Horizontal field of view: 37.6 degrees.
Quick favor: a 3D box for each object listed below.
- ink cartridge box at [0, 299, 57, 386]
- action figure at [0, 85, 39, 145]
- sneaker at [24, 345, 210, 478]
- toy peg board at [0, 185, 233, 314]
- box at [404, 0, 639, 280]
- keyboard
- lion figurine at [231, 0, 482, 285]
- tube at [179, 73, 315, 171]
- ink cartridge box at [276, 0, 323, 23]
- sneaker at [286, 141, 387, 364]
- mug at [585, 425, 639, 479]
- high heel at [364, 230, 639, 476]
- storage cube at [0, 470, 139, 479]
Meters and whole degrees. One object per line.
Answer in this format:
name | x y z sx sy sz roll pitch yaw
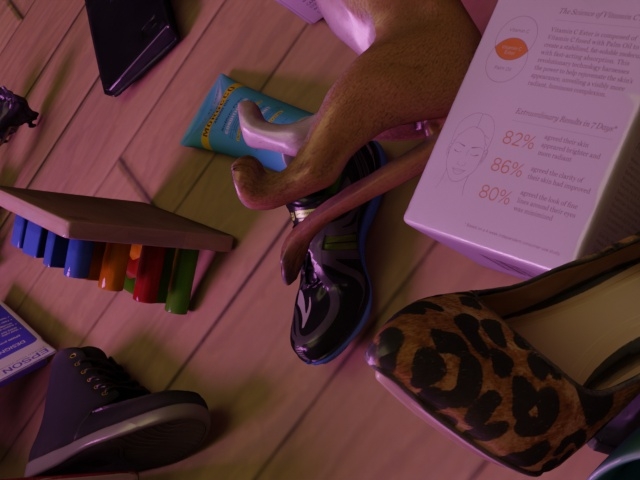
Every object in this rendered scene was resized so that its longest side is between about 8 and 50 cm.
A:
ink cartridge box | -0.390 0.139 0.947 0.206 0.045 0.208 -28 30 -28
action figure | -0.451 -0.056 1.125 0.164 0.141 0.275 7 72 44
sneaker | -0.179 0.134 0.805 0.222 0.083 0.118 -25 54 36
toy peg board | -0.191 0.011 0.833 0.161 0.161 0.079 18 100 48
box | 0.152 -0.059 0.566 0.130 0.091 0.170 22 87 48
keyboard | -0.205 -0.324 1.093 0.201 0.033 0.317 -41 48 25
lion figurine | 0.040 -0.182 0.651 0.240 0.142 0.392 -12 85 4
tube | -0.061 -0.101 0.835 0.080 0.052 0.207 -56 36 -6
ink cartridge box | 0.069 -0.370 0.819 0.296 0.066 0.261 -27 55 33
sneaker | 0.000 0.000 0.697 0.067 0.078 0.188 -8 66 43
mug | 0.181 0.134 0.425 0.158 0.097 0.129 -22 91 47
high heel | 0.137 0.014 0.422 0.186 0.261 0.093 -52 53 16
storage cube | -0.265 0.282 0.715 0.193 0.215 0.183 -19 70 37
